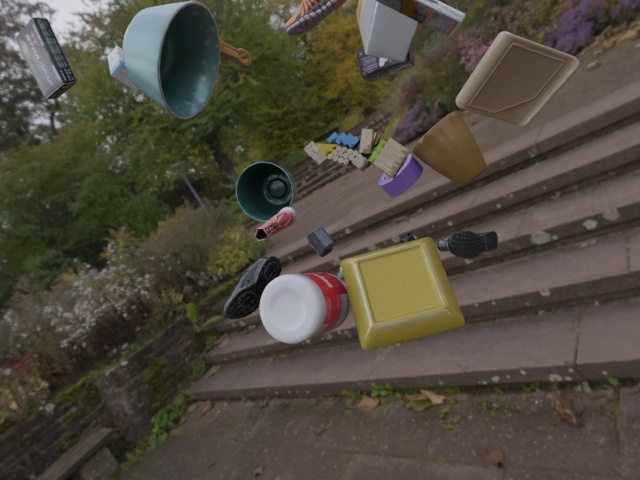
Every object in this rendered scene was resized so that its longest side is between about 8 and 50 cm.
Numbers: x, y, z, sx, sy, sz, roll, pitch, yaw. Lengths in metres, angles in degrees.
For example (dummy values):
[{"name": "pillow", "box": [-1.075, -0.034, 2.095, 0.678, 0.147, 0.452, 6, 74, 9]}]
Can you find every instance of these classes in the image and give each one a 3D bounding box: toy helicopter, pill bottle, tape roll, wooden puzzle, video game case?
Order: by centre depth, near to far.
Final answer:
[{"name": "wooden puzzle", "box": [0.528, -0.434, 1.097, 0.221, 0.239, 0.044, 118, 160, -49]}, {"name": "video game case", "box": [0.254, -0.656, 1.115, 0.025, 0.285, 0.204, -63, 0, 19]}, {"name": "pill bottle", "box": [-0.026, 0.232, 1.473, 0.229, 0.229, 0.408, -29, -14, 19]}, {"name": "toy helicopter", "box": [-0.429, -0.788, 1.654, 0.140, 0.235, 0.355, -18, -15, 40]}, {"name": "tape roll", "box": [0.348, -0.283, 1.749, 0.189, 0.080, 0.189, -44, 16, 15]}]

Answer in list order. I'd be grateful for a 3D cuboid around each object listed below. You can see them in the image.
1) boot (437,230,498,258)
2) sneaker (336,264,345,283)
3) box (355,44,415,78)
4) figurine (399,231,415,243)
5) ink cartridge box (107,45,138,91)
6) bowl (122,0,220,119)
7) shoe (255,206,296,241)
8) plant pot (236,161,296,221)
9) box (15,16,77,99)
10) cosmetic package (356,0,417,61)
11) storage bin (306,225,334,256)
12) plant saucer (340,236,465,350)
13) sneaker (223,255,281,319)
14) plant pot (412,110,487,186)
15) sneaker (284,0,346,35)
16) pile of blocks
[{"name": "boot", "box": [0.605, 0.022, 1.779, 0.338, 0.118, 0.223, 1, -4, -37]}, {"name": "sneaker", "box": [0.205, 0.214, 1.928, 0.121, 0.300, 0.111, -60, 9, 16]}, {"name": "box", "box": [0.326, -0.898, 1.986, 0.247, 0.142, 0.163, -10, 8, 25]}, {"name": "figurine", "box": [0.442, 0.086, 2.025, 0.215, 0.209, 0.092, -43, 11, 26]}, {"name": "ink cartridge box", "box": [-0.732, -0.655, 1.509, 0.060, 0.180, 0.104, -40, -35, 18]}, {"name": "bowl", "box": [-0.431, -0.522, 1.136, 0.311, 0.163, 0.311, 20, -90, -83]}, {"name": "shoe", "box": [-0.155, -0.050, 1.376, 0.178, 0.063, 0.081, -28, 13, 45]}, {"name": "plant pot", "box": [-0.251, -0.258, 2.064, 0.293, 0.293, 0.235, -29, 4, 16]}, {"name": "box", "box": [-0.967, -0.634, 1.413, 0.175, 0.220, 0.051, -7, 19, 37]}, {"name": "cosmetic package", "box": [0.253, -0.905, 1.548, 0.230, 0.161, 0.453, 104, 169, -45]}, {"name": "storage bin", "box": [0.000, 0.000, 1.945, 0.098, 0.135, 0.091, -32, -13, -26]}, {"name": "plant saucer", "box": [0.253, 0.150, 1.296, 0.333, 0.333, 0.081, -15, -30, 4]}, {"name": "sneaker", "box": [-0.268, 0.176, 1.521, 0.130, 0.109, 0.286, 7, 50, 51]}, {"name": "plant pot", "box": [0.553, -0.355, 1.649, 0.237, 0.254, 0.237, -39, -9, -7]}, {"name": "sneaker", "box": [-0.051, -1.068, 1.785, 0.321, 0.180, 0.124, -32, 4, 5]}, {"name": "pile of blocks", "box": [0.131, -0.311, 1.412, 0.362, 0.149, 0.112, 11, 5, 12]}]
